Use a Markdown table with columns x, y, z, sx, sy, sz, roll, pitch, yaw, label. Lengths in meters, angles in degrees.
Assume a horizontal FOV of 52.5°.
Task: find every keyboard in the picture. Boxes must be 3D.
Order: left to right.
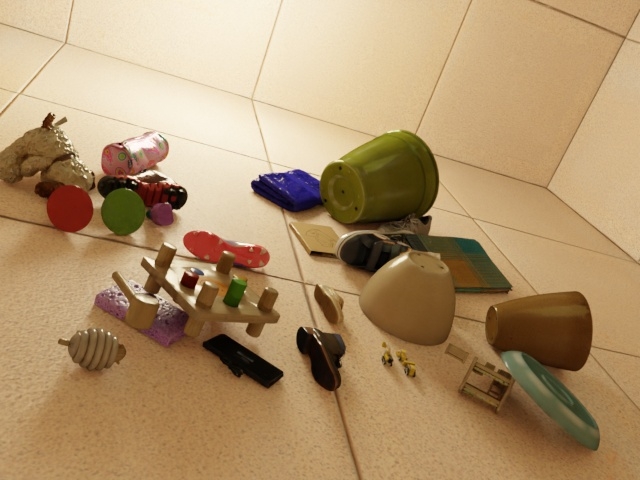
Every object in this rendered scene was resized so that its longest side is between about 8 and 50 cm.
| x | y | z | sx | sy | sz | roll | pitch | yaw | label |
| --- | --- | --- | --- | --- | --- | --- | --- | --- | --- |
| -0.177 | 0.267 | 1.427 | 0.180 | 0.023 | 0.108 | 28 | 17 | 18 | keyboard |

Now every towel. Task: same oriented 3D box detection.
| x | y | z | sx | sy | sz | roll | pitch | yaw | label |
| --- | --- | --- | --- | --- | --- | --- | --- | --- | --- |
| -0.097 | -0.201 | 2.469 | 0.228 | 0.076 | 0.308 | 29 | 24 | 20 | towel |
| 0.488 | 0.083 | 2.319 | 0.370 | 0.040 | 0.271 | 3 | 42 | -34 | towel |

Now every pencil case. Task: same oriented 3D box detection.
| x | y | z | sx | sy | sz | roll | pitch | yaw | label |
| --- | --- | --- | --- | --- | --- | --- | --- | --- | --- |
| -0.616 | -0.292 | 2.171 | 0.124 | 0.124 | 0.284 | 24 | 22 | 7 | pencil case |

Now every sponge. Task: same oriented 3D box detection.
| x | y | z | sx | sy | sz | roll | pitch | yaw | label |
| --- | --- | --- | --- | --- | --- | --- | --- | --- | --- |
| -0.389 | 0.162 | 1.466 | 0.210 | 0.031 | 0.117 | 28 | 23 | 15 | sponge |

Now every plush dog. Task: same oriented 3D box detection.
| x | y | z | sx | sy | sz | roll | pitch | yaw | label |
| --- | --- | --- | --- | --- | --- | --- | --- | --- | --- |
| -0.742 | -0.215 | 1.844 | 0.225 | 0.211 | 0.262 | 50 | 28 | 1 | plush dog |

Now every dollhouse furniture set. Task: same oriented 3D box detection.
| x | y | z | sx | sy | sz | roll | pitch | yaw | label |
| --- | --- | --- | --- | --- | --- | --- | --- | --- | --- |
| 0.396 | 0.354 | 1.683 | 0.182 | 0.101 | 0.161 | 27 | -1 | 16 | dollhouse furniture set |

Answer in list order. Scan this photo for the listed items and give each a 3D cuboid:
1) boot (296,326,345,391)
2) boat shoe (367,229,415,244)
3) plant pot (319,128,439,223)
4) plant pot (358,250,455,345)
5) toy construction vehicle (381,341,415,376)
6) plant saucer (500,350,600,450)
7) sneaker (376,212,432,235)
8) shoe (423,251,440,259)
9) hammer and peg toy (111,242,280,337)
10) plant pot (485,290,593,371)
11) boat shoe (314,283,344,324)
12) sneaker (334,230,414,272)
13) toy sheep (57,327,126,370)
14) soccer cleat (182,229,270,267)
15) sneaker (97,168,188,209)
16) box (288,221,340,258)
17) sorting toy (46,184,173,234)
| x | y | z | sx | sy | sz | roll | pitch | yaw | label |
| --- | --- | --- | --- | --- | --- | --- | --- | --- | --- |
| 0.029 | 0.271 | 1.518 | 0.106 | 0.082 | 0.219 | 6 | 25 | -26 | boot |
| 0.261 | 0.010 | 2.318 | 0.219 | 0.077 | 0.070 | 1 | 28 | -23 | boat shoe |
| 0.197 | -0.214 | 2.469 | 0.353 | 0.366 | 0.366 | -19 | 44 | -40 | plant pot |
| 0.276 | 0.142 | 1.880 | 0.284 | 0.191 | 0.284 | 18 | 22 | -8 | plant pot |
| 0.201 | 0.299 | 1.661 | 0.086 | 0.035 | 0.098 | 17 | 23 | -11 | toy construction vehicle |
| 0.588 | 0.389 | 1.641 | 0.318 | 0.043 | 0.317 | 39 | 13 | -10 | plant saucer |
| 0.317 | -0.056 | 2.451 | 0.281 | 0.115 | 0.105 | -6 | 35 | -48 | sneaker |
| 0.377 | 0.118 | 2.108 | 0.058 | 0.076 | 0.219 | 1 | 45 | -5 | shoe |
| -0.292 | 0.104 | 1.471 | 0.361 | 0.127 | 0.266 | 11 | 19 | -48 | hammer and peg toy |
| 0.629 | 0.257 | 1.920 | 0.254 | 0.237 | 0.237 | 5 | 24 | -2 | plant pot |
| 0.035 | 0.170 | 1.772 | 0.059 | 0.063 | 0.170 | 4 | 27 | -23 | boat shoe |
| 0.203 | 0.049 | 2.105 | 0.321 | 0.126 | 0.127 | 7 | 21 | -34 | sneaker |
| -0.439 | 0.208 | 1.253 | 0.132 | 0.091 | 0.091 | 14 | 23 | -31 | toy sheep |
| -0.265 | 0.029 | 1.834 | 0.248 | 0.083 | 0.095 | 12 | -5 | -10 | soccer cleat |
| -0.546 | -0.159 | 1.962 | 0.276 | 0.097 | 0.135 | 4 | 28 | -39 | sneaker |
| 0.000 | 0.000 | 2.176 | 0.164 | 0.021 | 0.201 | 8 | 27 | -29 | box |
| -0.590 | -0.079 | 1.786 | 0.366 | 0.127 | 0.126 | 2 | 0 | -44 | sorting toy |
